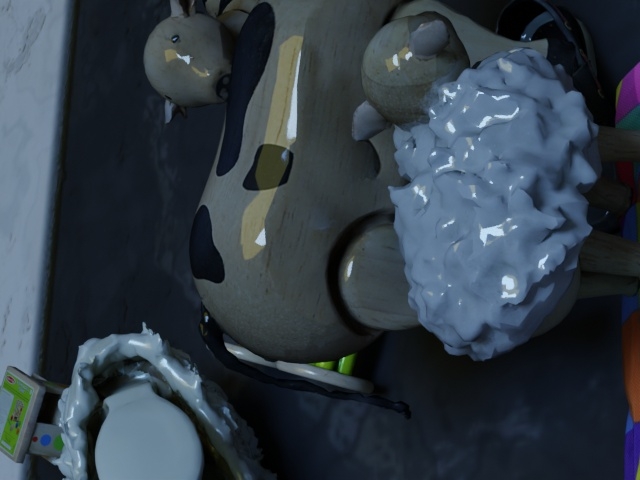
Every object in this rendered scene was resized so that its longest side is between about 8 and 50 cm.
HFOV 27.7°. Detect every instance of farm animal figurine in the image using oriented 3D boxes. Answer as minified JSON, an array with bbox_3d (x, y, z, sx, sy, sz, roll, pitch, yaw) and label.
[{"bbox_3d":[0.003,-0.090,0.568,0.330,0.172,0.327,144,133,-64],"label":"farm animal figurine"}]

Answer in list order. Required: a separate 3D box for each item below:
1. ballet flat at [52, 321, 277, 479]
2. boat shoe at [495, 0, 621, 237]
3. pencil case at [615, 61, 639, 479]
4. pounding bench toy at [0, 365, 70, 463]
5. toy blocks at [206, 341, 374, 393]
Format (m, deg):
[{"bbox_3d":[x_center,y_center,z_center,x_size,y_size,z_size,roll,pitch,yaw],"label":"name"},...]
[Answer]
[{"bbox_3d":[-0.056,0.198,0.606,0.147,0.147,0.409,-53,41,22],"label":"ballet flat"},{"bbox_3d":[0.113,-0.058,0.606,0.049,0.042,0.133,-36,52,34],"label":"boat shoe"},{"bbox_3d":[0.160,0.035,0.468,0.104,0.104,0.236,-14,66,47],"label":"pencil case"},{"bbox_3d":[-0.186,0.117,0.878,0.083,0.065,0.052,17,90,52],"label":"pounding bench toy"},{"bbox_3d":[0.000,0.000,0.709,0.123,0.054,0.148,8,81,52],"label":"toy blocks"}]
